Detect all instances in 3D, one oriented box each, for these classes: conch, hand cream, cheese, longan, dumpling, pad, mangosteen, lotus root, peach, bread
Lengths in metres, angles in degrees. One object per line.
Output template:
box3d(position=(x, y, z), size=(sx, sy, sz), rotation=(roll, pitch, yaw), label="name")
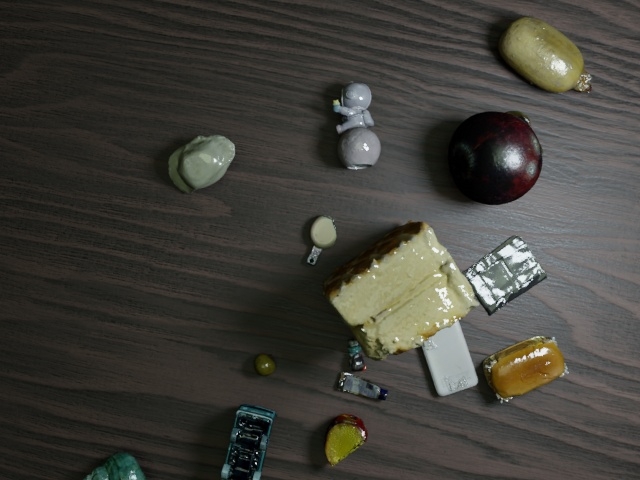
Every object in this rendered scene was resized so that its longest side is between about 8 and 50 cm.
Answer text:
box3d(position=(-0.647, 0.780, 1.754), size=(0.202, 0.134, 0.196), rotation=(19, 87, 2), label="conch")
box3d(position=(0.139, 0.482, 1.795), size=(0.163, 0.039, 0.062), rotation=(17, 90, 8), label="hand cream")
box3d(position=(0.007, 0.001, 1.812), size=(0.092, 0.047, 0.171), rotation=(5, 87, 5), label="cheese")
box3d(position=(-0.180, 0.403, 1.794), size=(0.075, 0.075, 0.083), rotation=(41, 48, 3), label="longan")
box3d(position=(-0.391, -0.257, 1.799), size=(0.250, 0.132, 0.162), rotation=(-33, 96, 15), label="dumpling")
box3d(position=(0.604, 0.114, 1.802), size=(0.233, 0.022, 0.174), rotation=(-36, 88, 1), label="pad")
box3d(position=(0.551, -0.252, 1.695), size=(0.300, 0.300, 0.301), rotation=(0, 87, 2), label="mangosteen")
box3d(position=(0.729, -0.581, 1.763), size=(0.342, 0.151, 0.169), rotation=(39, 90, 6), label="lotus root")
box3d(position=(0.078, 0.634, 1.760), size=(0.127, 0.092, 0.172), rotation=(25, 100, 8), label="peach")
box3d(position=(0.217, 0.140, 1.642), size=(0.371, 0.390, 0.279), rotation=(-33, 95, -2), label="bread")
box3d(position=(0.647, 0.404, 1.745), size=(0.241, 0.107, 0.136), rotation=(-23, 90, 1), label="bread")

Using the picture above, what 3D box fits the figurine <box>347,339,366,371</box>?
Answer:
box3d(position=(0.118, 0.376, 1.796), size=(0.060, 0.047, 0.106), rotation=(-1, 79, -40), label="figurine")

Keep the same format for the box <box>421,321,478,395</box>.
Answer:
box3d(position=(0.404, 0.351, 1.786), size=(0.142, 0.044, 0.285), rotation=(-18, 87, -1), label="box")

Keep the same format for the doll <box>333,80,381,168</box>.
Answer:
box3d(position=(0.119, -0.379, 1.782), size=(0.150, 0.151, 0.288), rotation=(-3, 84, 2), label="doll")

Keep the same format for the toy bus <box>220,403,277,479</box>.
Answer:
box3d(position=(-0.227, 0.651, 1.741), size=(0.128, 0.147, 0.256), rotation=(13, 93, 1), label="toy bus")
